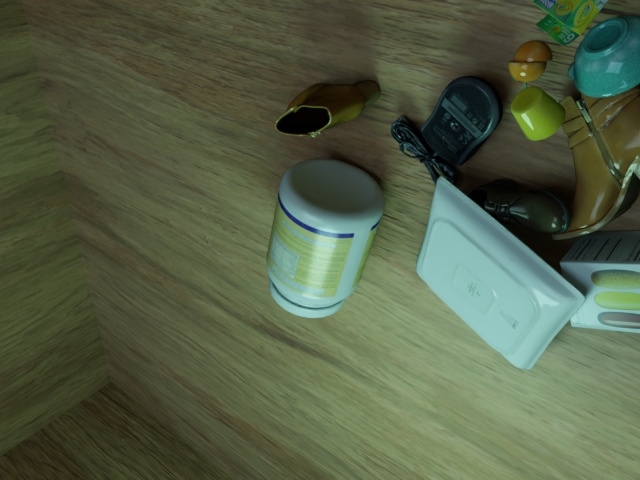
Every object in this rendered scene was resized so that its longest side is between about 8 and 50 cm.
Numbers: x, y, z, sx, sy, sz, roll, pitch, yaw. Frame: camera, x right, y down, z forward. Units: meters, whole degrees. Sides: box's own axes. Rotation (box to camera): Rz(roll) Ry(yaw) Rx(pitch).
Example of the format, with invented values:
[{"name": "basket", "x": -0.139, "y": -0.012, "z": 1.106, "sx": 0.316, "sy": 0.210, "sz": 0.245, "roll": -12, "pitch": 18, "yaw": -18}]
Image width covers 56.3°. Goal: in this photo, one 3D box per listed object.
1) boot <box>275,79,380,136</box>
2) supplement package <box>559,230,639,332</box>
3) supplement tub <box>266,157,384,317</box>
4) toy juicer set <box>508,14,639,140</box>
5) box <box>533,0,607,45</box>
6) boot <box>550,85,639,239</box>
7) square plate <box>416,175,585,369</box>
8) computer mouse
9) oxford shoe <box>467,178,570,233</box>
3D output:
[{"name": "boot", "x": -0.032, "y": -0.275, "z": 1.298, "sx": 0.295, "sy": 0.211, "sz": 0.104, "roll": -6, "pitch": 110, "yaw": 45}, {"name": "supplement package", "x": 0.560, "y": 0.070, "z": 1.017, "sx": 0.244, "sy": 0.134, "sz": 0.139, "roll": -1, "pitch": 114, "yaw": 44}, {"name": "supplement tub", "x": 0.000, "y": 0.000, "z": 1.421, "sx": 0.241, "sy": 0.241, "sz": 0.331, "roll": 35, "pitch": 134, "yaw": 22}, {"name": "toy juicer set", "x": 0.435, "y": -0.300, "z": 0.896, "sx": 0.329, "sy": 0.209, "sz": 0.089, "roll": -30, "pitch": 131, "yaw": 34}, {"name": "box", "x": 0.390, "y": -0.385, "z": 0.880, "sx": 0.179, "sy": 0.043, "sz": 0.105, "roll": -58, "pitch": 28, "yaw": 29}, {"name": "boot", "x": 0.454, "y": -0.138, "z": 1.013, "sx": 0.220, "sy": 0.109, "sz": 0.283, "roll": 58, "pitch": 150, "yaw": 9}, {"name": "square plate", "x": 0.323, "y": 0.086, "z": 1.203, "sx": 0.344, "sy": 0.049, "sz": 0.347, "roll": 46, "pitch": 159, "yaw": 25}, {"name": "computer mouse", "x": 0.263, "y": -0.229, "z": 1.164, "sx": 0.188, "sy": 0.072, "sz": 0.272, "roll": 49, "pitch": 151, "yaw": 5}, {"name": "oxford shoe", "x": 0.355, "y": -0.053, "z": 1.096, "sx": 0.227, "sy": 0.096, "sz": 0.083, "roll": -152, "pitch": 52, "yaw": -62}]
